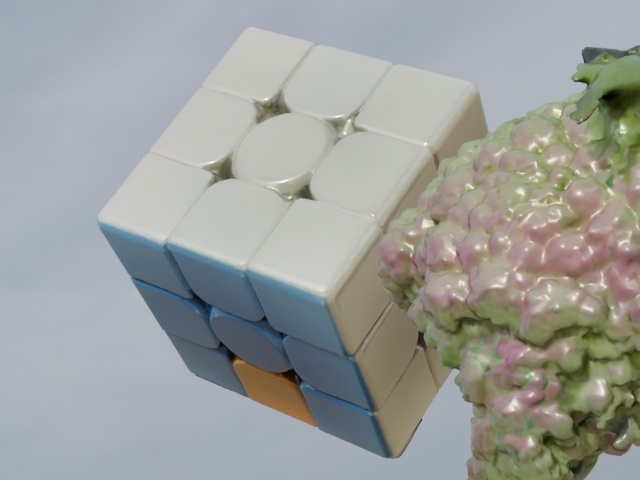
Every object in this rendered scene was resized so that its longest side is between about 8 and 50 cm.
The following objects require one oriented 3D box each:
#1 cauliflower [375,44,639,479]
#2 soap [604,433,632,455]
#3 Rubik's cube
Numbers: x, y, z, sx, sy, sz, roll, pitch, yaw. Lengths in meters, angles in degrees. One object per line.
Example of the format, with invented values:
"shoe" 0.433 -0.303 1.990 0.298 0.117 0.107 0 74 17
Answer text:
"cauliflower" 0.181 0.036 0.776 0.256 0.239 0.315 -26 -51 18
"soap" 0.250 0.052 1.295 0.099 0.250 0.162 9 -19 47
"Rubik's cube" 0.000 0.000 1.458 0.290 0.291 0.291 18 -30 31
